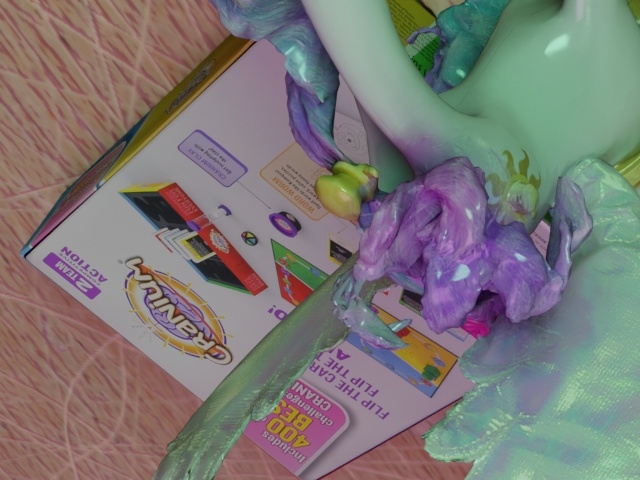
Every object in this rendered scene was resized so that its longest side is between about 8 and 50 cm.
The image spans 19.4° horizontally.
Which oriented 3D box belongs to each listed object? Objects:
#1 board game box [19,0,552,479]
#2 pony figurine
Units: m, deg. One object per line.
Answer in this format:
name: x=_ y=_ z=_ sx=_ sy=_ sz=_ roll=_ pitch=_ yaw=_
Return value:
board game box: x=0.000 y=0.000 z=1.074 sx=0.242 sy=0.064 sz=0.316 roll=40 pitch=139 yaw=-13
pony figurine: x=0.072 y=-0.025 z=0.808 sx=0.303 sy=0.351 sz=0.363 roll=12 pitch=135 yaw=48
